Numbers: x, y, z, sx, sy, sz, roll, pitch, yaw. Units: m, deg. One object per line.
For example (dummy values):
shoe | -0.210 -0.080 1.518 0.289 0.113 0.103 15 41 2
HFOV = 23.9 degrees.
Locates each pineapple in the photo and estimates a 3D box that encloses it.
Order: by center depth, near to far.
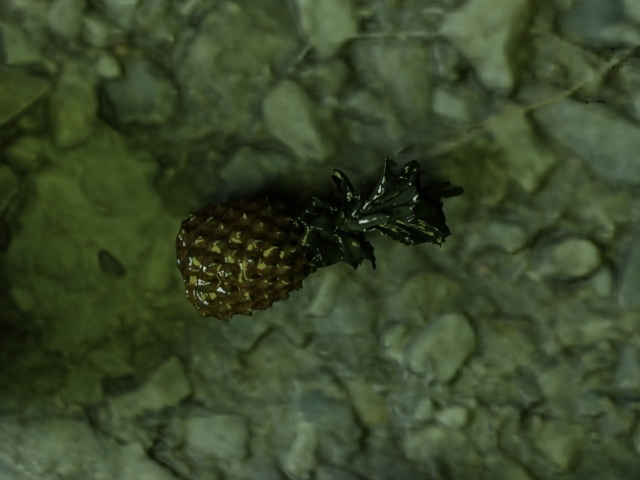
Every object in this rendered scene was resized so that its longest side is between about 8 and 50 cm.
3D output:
pineapple | 0.000 0.000 0.669 0.124 0.058 0.058 -12 112 20
